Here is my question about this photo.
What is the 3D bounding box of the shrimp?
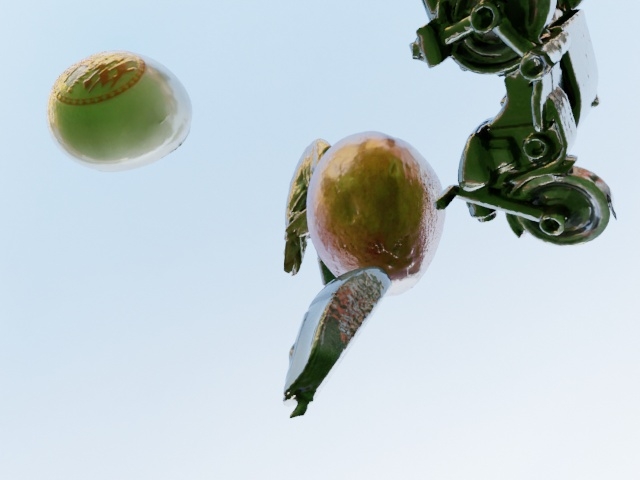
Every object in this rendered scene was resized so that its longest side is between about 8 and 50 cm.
[{"bbox_3d":[-0.027,-0.074,0.903,0.077,0.168,0.317,10,-94,-27],"label":"shrimp"}]

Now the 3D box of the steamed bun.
[{"bbox_3d":[-0.339,-0.230,0.670,0.231,0.145,0.232,-2,-131,2],"label":"steamed bun"}]

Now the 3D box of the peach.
[{"bbox_3d":[0.094,-0.042,0.689,0.238,0.281,0.281,4,-92,-5],"label":"peach"}]

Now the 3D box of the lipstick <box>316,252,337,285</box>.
[{"bbox_3d":[0.000,0.000,1.024,0.053,0.053,0.234,-15,-75,1],"label":"lipstick"}]

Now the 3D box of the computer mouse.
[{"bbox_3d":[0.009,0.099,0.459,0.068,0.229,0.113,32,-50,14],"label":"computer mouse"}]

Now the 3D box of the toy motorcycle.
[{"bbox_3d":[0.181,-0.143,0.363,0.205,0.127,0.275,-41,-66,-37],"label":"toy motorcycle"}]
